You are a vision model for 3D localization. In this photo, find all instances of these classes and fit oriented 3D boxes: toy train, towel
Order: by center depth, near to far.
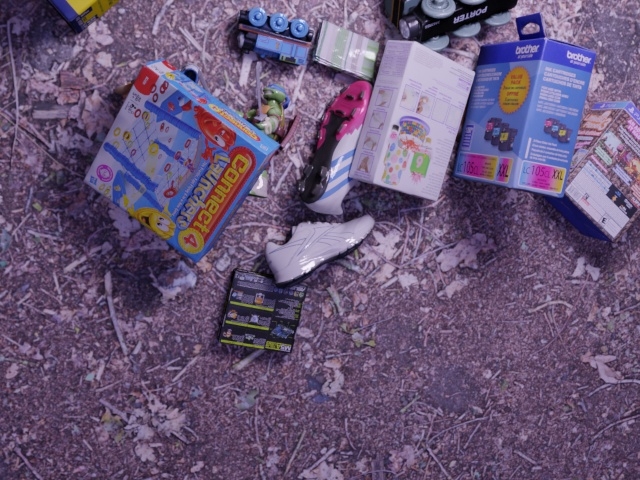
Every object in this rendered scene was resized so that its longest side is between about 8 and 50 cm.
[{"bbox_3d":[-0.107,-0.466,1.571,0.184,0.080,0.105,10,103,-16],"label":"toy train"},{"bbox_3d":[0.312,-0.571,1.607,0.334,0.142,0.190,-24,61,-13],"label":"toy train"},{"bbox_3d":[0.063,-0.450,1.623,0.152,0.023,0.113,17,73,-14],"label":"towel"}]

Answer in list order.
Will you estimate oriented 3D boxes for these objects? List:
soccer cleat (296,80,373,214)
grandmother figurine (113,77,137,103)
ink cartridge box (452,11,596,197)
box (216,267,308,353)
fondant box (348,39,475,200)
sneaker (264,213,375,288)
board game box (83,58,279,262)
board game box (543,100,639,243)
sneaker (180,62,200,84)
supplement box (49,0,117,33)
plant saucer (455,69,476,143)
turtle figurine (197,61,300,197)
[{"bbox_3d":[0.056,-0.217,1.652,0.143,0.116,0.331,29,85,-45],"label":"soccer cleat"},{"bbox_3d":[-0.322,-0.204,1.530,0.104,0.208,0.342,-41,113,-44],"label":"grandmother figurine"},{"bbox_3d":[0.472,-0.317,1.605,0.151,0.270,0.395,10,97,-21],"label":"ink cartridge box"},{"bbox_3d":[-0.142,0.175,1.693,0.191,0.045,0.184,11,99,-17],"label":"box"},{"bbox_3d":[0.219,-0.277,1.630,0.238,0.096,0.330,11,97,-43],"label":"fondant box"},{"bbox_3d":[0.000,0.000,1.666,0.297,0.111,0.129,-27,80,-19],"label":"sneaker"},{"bbox_3d":[-0.294,-0.161,1.437,0.302,0.086,0.308,36,115,-1],"label":"board game box"},{"bbox_3d":[0.750,-0.181,1.805,0.232,0.141,0.291,40,88,-17],"label":"board game box"},{"bbox_3d":[-0.311,-0.332,1.551,0.053,0.059,0.144,16,98,-18],"label":"sneaker"},{"bbox_3d":[-0.434,-0.618,1.397,0.356,0.194,0.195,-42,106,-4],"label":"supplement box"},{"bbox_3d":[0.406,-0.334,1.746,0.199,0.036,0.198,-2,101,-13],"label":"plant saucer"},{"bbox_3d":[-0.179,-0.238,1.524,0.198,0.275,0.266,10,90,22],"label":"turtle figurine"}]
